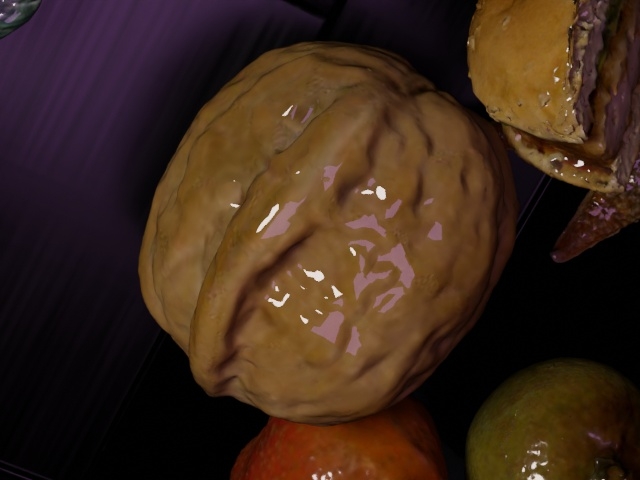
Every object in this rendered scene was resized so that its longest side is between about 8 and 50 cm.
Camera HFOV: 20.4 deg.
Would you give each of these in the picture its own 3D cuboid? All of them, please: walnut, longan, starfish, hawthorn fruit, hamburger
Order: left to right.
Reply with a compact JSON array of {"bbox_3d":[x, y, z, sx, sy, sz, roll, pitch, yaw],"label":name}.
[{"bbox_3d":[0.000,0.000,1.156,0.224,0.257,0.257,36,103,12],"label":"walnut"},{"bbox_3d":[0.056,0.229,1.242,0.165,0.165,0.285,-40,70,7],"label":"hawthorn fruit"},{"bbox_3d":[0.180,0.163,1.282,0.145,0.176,0.155,-14,88,-24],"label":"longan"},{"bbox_3d":[0.161,-0.169,1.142,0.124,0.131,0.262,46,56,-48],"label":"hamburger"},{"bbox_3d":[0.234,-0.092,1.259,0.247,0.050,0.138,-34,113,-4],"label":"starfish"}]

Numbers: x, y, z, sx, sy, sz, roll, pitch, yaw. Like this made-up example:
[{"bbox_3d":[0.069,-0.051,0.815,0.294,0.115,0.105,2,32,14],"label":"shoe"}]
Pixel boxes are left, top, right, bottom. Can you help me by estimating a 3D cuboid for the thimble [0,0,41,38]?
[{"bbox_3d":[-0.232,-0.189,1.107,0.135,0.090,0.118,37,98,-19],"label":"thimble"}]
